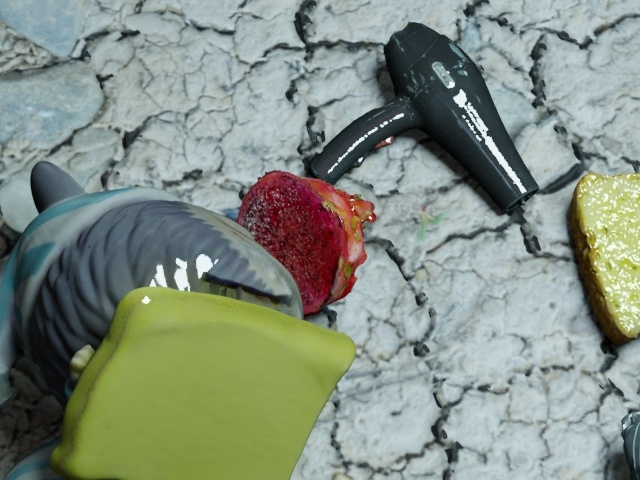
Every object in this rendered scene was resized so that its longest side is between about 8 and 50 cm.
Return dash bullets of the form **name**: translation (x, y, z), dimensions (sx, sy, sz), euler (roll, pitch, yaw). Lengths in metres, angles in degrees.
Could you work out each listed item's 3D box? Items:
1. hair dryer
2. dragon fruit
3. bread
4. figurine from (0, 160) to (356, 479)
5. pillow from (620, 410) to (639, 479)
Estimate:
- **hair dryer**: translation (0.075, -0.082, 1.321), dimensions (0.272, 0.091, 0.235), euler (-33, 78, -2)
- **dragon fruit**: translation (0.000, 0.000, 1.254), dimensions (0.111, 0.153, 0.153), euler (-12, 58, -44)
- **bread**: translation (0.317, 0.018, 1.262), dimensions (0.103, 0.065, 0.187), euler (-11, 62, -8)
- **figurine**: translation (-0.200, 0.110, 1.172), dimensions (0.361, 0.266, 0.377), euler (-50, 38, 4)
- **pillow**: translation (0.412, 0.274, 1.116), dimensions (0.162, 0.092, 0.335), euler (-29, 68, -18)
